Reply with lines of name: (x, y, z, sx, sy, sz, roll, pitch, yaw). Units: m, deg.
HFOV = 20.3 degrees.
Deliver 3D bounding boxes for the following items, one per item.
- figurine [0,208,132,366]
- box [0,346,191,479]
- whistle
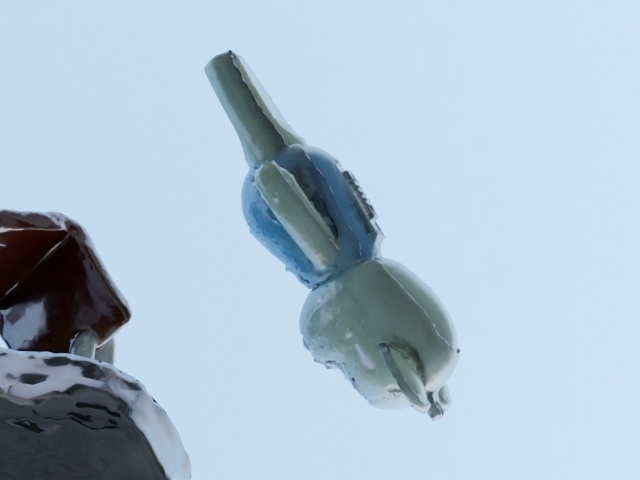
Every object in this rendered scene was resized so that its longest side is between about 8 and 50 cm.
figurine: (-0.204, 0.115, 0.957, 0.283, 0.338, 0.204, -41, -60, -12)
box: (-0.224, 0.188, 0.631, 0.350, 0.359, 0.091, 6, -154, -1)
whistle: (0.000, 0.000, 0.986, 0.236, 0.077, 0.114, 58, -169, 11)
